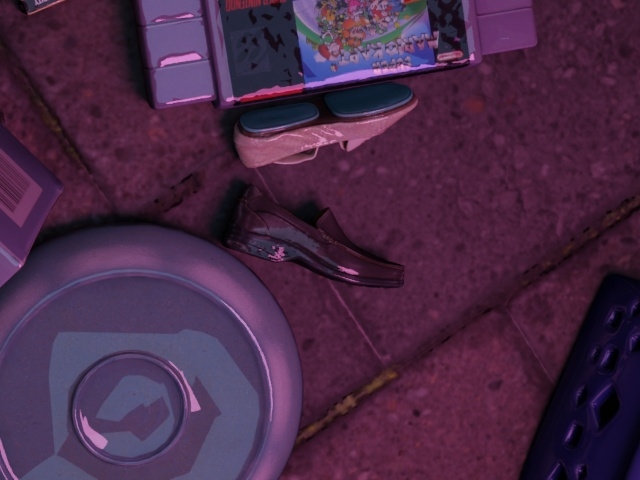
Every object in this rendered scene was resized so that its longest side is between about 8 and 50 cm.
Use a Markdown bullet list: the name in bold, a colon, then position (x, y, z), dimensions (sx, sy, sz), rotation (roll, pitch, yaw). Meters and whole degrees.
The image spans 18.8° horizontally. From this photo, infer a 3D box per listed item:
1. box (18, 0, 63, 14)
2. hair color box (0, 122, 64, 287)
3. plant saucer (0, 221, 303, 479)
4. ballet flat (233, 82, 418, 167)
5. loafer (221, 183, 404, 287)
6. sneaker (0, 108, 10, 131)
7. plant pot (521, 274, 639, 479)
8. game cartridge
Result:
- **box**: position (-0.255, -0.311, 1.613), dimensions (0.087, 0.058, 0.232), rotation (-23, 102, -9)
- **hair color box**: position (-0.378, 0.071, 1.506), dimensions (0.374, 0.185, 0.113), rotation (-42, 103, 16)
- **plant saucer**: position (-0.168, 0.144, 1.689), dimensions (0.317, 0.044, 0.318), rotation (-2, 101, -9)
- **ballet flat**: position (0.004, -0.100, 1.713), dimensions (0.168, 0.057, 0.052), rotation (-11, 127, -8)
- **loafer**: position (0.000, 0.000, 1.713), dimensions (0.170, 0.062, 0.061), rotation (17, 90, -16)
- **sneaker**: position (-0.333, -0.107, 1.612), dimensions (0.115, 0.105, 0.281), rotation (-22, 92, 0)
- **plant pot**: position (0.353, 0.184, 1.742), dimensions (0.236, 0.212, 0.236), rotation (22, 92, -16)
- **game cartridge**: position (0.008, -0.247, 1.686), dimensions (0.355, 0.068, 0.230), rotation (-11, 95, -12)
